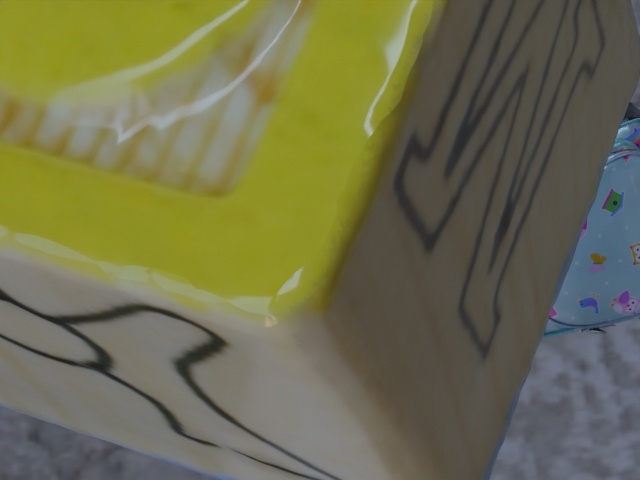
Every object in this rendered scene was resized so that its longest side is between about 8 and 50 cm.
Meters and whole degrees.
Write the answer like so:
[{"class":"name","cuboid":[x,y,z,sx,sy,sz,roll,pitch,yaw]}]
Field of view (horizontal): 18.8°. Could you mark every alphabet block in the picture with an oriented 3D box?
[{"class":"alphabet block","cuboid":[-0.029,-0.045,0.569,0.192,0.197,0.193,14,71,20]}]

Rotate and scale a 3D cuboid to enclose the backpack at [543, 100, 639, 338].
[{"class":"backpack","cuboid":[0.197,-0.005,1.538,0.188,0.144,0.166,-18,107,11]}]
